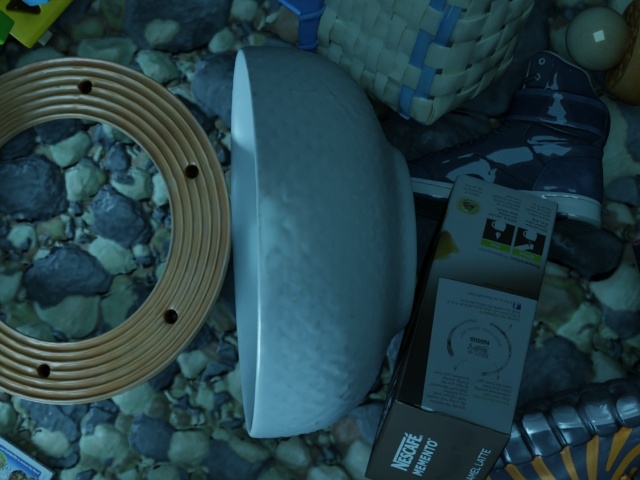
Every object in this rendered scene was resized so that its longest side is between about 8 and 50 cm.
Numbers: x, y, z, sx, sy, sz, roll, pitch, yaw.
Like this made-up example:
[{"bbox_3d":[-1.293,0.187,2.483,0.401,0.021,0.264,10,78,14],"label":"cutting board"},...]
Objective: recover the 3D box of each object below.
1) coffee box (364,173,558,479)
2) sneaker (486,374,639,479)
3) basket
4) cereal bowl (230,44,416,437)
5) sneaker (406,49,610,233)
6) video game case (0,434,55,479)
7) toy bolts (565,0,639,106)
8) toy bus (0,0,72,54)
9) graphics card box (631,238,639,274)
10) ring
[{"bbox_3d":[0.124,0.085,1.248,0.098,0.141,0.246,17,53,2],"label":"coffee box"},{"bbox_3d":[0.230,0.236,1.317,0.321,0.124,0.180,-17,90,15],"label":"sneaker"},{"bbox_3d":[0.055,-0.261,1.280,0.289,0.255,0.201,40,52,16],"label":"basket"},{"bbox_3d":[0.000,0.000,1.242,0.141,0.339,0.339,-2,87,-8],"label":"cereal bowl"},{"bbox_3d":[0.160,-0.099,1.350,0.226,0.086,0.163,7,79,14],"label":"sneaker"},{"bbox_3d":[-0.329,0.256,1.415,0.087,0.011,0.122,33,91,7],"label":"video game case"},{"bbox_3d":[0.329,-0.240,1.279,0.158,0.218,0.228,16,82,-7],"label":"toy bolts"},{"bbox_3d":[-0.302,-0.235,1.391,0.202,0.104,0.191,-14,52,35],"label":"toy bus"},{"bbox_3d":[0.408,0.151,1.238,0.094,0.233,0.371,-20,84,43],"label":"graphics card box"},{"bbox_3d":[-0.243,-0.010,1.391,0.337,0.032,0.336,-1,85,14],"label":"ring"}]
